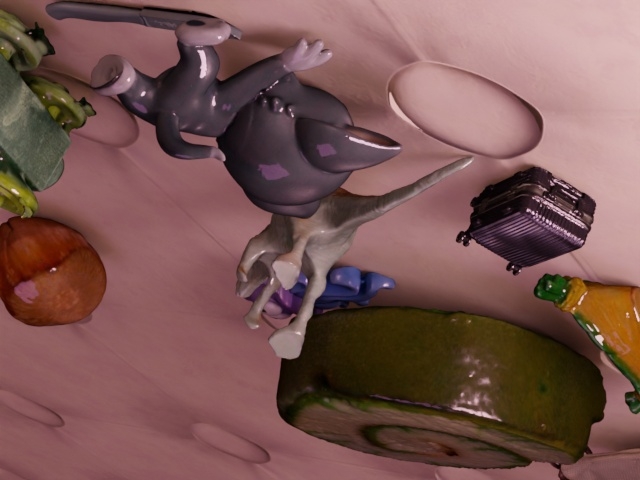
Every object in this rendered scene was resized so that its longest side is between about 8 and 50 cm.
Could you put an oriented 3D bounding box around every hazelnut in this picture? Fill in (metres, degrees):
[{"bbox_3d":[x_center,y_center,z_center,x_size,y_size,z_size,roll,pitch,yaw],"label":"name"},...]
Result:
[{"bbox_3d":[-0.352,0.033,2.145,0.150,0.150,0.150,19,158,8],"label":"hazelnut"}]

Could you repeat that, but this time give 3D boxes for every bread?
[{"bbox_3d":[0.138,0.173,1.929,0.382,0.129,0.366,7,163,13],"label":"bread"}]

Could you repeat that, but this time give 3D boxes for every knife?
[{"bbox_3d":[-0.168,-0.207,1.552,0.210,0.015,0.028,9,149,26],"label":"knife"}]

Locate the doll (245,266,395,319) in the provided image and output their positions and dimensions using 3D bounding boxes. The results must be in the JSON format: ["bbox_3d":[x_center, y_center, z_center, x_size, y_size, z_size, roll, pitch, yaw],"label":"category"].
[{"bbox_3d":[-0.006,0.058,1.943,0.206,0.067,0.110,-9,153,34],"label":"doll"}]

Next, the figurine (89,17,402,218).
[{"bbox_3d":[-0.067,-0.113,1.507,0.265,0.140,0.193,7,154,-39],"label":"figurine"}]

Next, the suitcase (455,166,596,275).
[{"bbox_3d":[0.197,-0.019,1.578,0.086,0.059,0.126,28,157,-18],"label":"suitcase"}]

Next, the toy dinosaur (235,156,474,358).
[{"bbox_3d":[0.000,0.000,1.682,0.092,0.205,0.393,36,130,-12],"label":"toy dinosaur"}]

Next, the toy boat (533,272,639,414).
[{"bbox_3d":[0.305,0.100,1.704,0.088,0.089,0.229,-18,130,29],"label":"toy boat"}]

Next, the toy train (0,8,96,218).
[{"bbox_3d":[-0.361,-0.142,1.703,0.188,0.159,0.272,18,159,28],"label":"toy train"}]

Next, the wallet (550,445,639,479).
[{"bbox_3d":[0.475,0.308,2.063,0.335,0.068,0.275,22,163,-16],"label":"wallet"}]
